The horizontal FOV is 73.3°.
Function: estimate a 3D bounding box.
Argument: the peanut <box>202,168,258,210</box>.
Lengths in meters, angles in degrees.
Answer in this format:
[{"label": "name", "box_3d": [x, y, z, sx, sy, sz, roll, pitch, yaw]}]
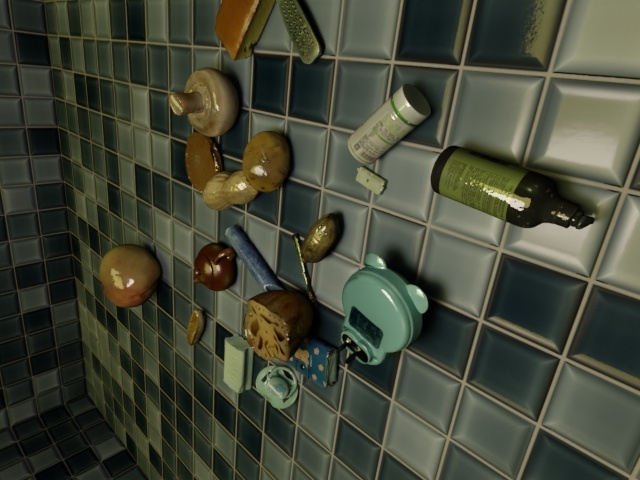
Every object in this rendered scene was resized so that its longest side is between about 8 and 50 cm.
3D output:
[{"label": "peanut", "box_3d": [-0.283, -0.169, 1.378, 0.256, 0.123, 0.124, -12, 93, 43]}]

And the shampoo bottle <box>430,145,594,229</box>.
[{"label": "shampoo bottle", "box_3d": [0.346, -0.088, 0.791, 0.283, 0.101, 0.101, 31, 121, 35]}]

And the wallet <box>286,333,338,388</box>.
[{"label": "wallet", "box_3d": [-0.035, 0.355, 1.317, 0.202, 0.059, 0.141, 20, 116, 39]}]

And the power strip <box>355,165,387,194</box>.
[{"label": "power strip", "box_3d": [0.123, -0.147, 1.053, 0.090, 0.016, 0.040, 39, 125, 30]}]

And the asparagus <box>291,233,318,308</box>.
[{"label": "asparagus", "box_3d": [-0.046, 0.092, 1.283, 0.022, 0.023, 0.233, 76, 177, -89]}]

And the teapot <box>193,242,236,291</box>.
[{"label": "teapot", "box_3d": [-0.381, 0.093, 1.531, 0.252, 0.135, 0.178, -39, 78, 44]}]

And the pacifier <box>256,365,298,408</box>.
[{"label": "pacifier", "box_3d": [-0.142, 0.482, 1.445, 0.150, 0.127, 0.116, 37, 170, -1]}]

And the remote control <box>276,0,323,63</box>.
[{"label": "remote control", "box_3d": [-0.056, -0.557, 1.097, 0.072, 0.042, 0.222, -29, 82, 45]}]

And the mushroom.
[{"label": "mushroom", "box_3d": [-0.364, -0.420, 1.316, 0.207, 0.215, 0.208, 14, 115, 33]}]

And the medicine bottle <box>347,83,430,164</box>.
[{"label": "medicine bottle", "box_3d": [0.147, -0.252, 0.952, 0.183, 0.086, 0.086, -36, 76, 43]}]

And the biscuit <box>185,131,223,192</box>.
[{"label": "biscuit", "box_3d": [-0.414, -0.273, 1.526, 0.225, 0.042, 0.226, 16, 114, 41]}]

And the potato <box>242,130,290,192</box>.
[{"label": "potato", "box_3d": [-0.154, -0.222, 1.228, 0.137, 0.137, 0.176, 18, 116, 40]}]

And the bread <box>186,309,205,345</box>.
[{"label": "bread", "box_3d": [-0.515, 0.364, 1.794, 0.073, 0.053, 0.214, 50, 134, 28]}]

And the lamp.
[{"label": "lamp", "box_3d": [0.138, 0.182, 1.035, 0.209, 0.147, 0.284, 41, 119, 31]}]

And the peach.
[{"label": "peach", "box_3d": [-0.859, 0.163, 1.935, 0.292, 0.247, 0.293, -18, 69, 58]}]

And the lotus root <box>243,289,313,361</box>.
[{"label": "lotus root", "box_3d": [-0.107, 0.244, 1.271, 0.188, 0.180, 0.199, 32, 123, 28]}]

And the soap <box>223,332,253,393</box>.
[{"label": "soap", "box_3d": [-0.308, 0.462, 1.610, 0.114, 0.063, 0.199, 22, 117, 37]}]

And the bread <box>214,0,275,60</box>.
[{"label": "bread", "box_3d": [-0.180, -0.681, 1.160, 0.138, 0.077, 0.361, 54, 132, 18]}]

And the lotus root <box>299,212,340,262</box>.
[{"label": "lotus root", "box_3d": [0.000, 0.000, 1.167, 0.080, 0.089, 0.179, 30, 127, -9]}]

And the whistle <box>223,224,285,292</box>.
[{"label": "whistle", "box_3d": [-0.219, 0.075, 1.419, 0.304, 0.062, 0.062, 51, 131, 22]}]
